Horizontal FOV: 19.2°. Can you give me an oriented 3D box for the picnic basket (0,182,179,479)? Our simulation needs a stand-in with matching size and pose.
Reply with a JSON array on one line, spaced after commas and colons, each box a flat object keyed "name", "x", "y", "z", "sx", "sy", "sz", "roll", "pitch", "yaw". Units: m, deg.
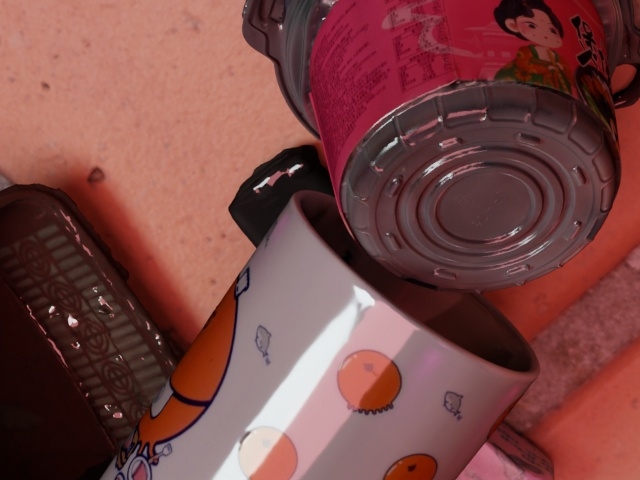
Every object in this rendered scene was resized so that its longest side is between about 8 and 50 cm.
[{"name": "picnic basket", "x": -0.238, "y": 0.114, "z": 1.488, "sx": 0.297, "sy": 0.222, "sz": 0.129, "roll": 58, "pitch": 152, "yaw": -10}]

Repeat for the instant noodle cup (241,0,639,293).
[{"name": "instant noodle cup", "x": 0.099, "y": -0.082, "z": 1.283, "sx": 0.302, "sy": 0.182, "sz": 0.258, "roll": 2, "pitch": 136, "yaw": -8}]

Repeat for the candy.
[{"name": "candy", "x": 0.097, "y": 0.166, "z": 1.483, "sx": 0.160, "sy": 0.073, "sz": 0.092, "roll": 39, "pitch": 107, "yaw": -1}]

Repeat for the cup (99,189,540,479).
[{"name": "cup", "x": -0.019, "y": 0.153, "z": 1.354, "sx": 0.212, "sy": 0.212, "sz": 0.317, "roll": 35, "pitch": 103, "yaw": 0}]

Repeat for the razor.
[{"name": "razor", "x": 0.000, "y": 0.000, "z": 1.458, "sx": 0.090, "sy": 0.054, "sz": 0.148, "roll": -39, "pitch": 98, "yaw": 19}]
